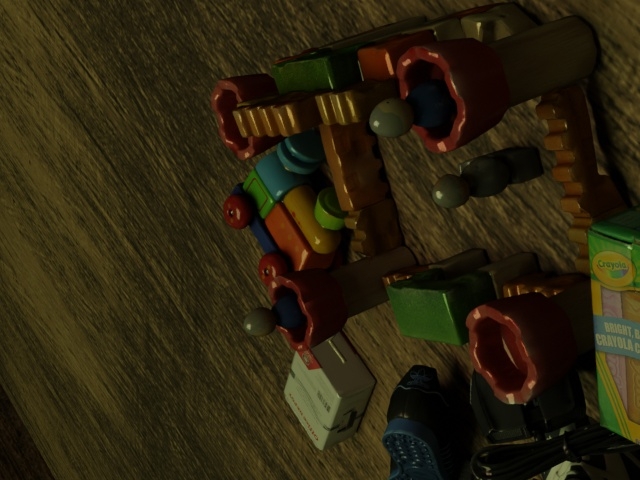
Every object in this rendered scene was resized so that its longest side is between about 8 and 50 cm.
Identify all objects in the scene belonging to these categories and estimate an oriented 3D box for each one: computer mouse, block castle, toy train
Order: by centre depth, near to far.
[{"bbox_3d":[0.211,0.121,1.109,0.262,0.184,0.060,-58,-50,-74],"label":"computer mouse"},{"bbox_3d":[0.063,-0.035,1.181,0.453,0.213,0.303,5,114,62],"label":"block castle"},{"bbox_3d":[0.000,0.000,1.476,0.248,0.105,0.143,58,139,21],"label":"toy train"}]

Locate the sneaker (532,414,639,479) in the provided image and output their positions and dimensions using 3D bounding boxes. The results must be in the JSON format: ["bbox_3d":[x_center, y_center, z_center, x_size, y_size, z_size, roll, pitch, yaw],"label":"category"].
[{"bbox_3d":[0.206,0.209,1.088,0.153,0.235,0.094,43,119,44],"label":"sneaker"}]

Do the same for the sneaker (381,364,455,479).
[{"bbox_3d":[0.117,0.221,1.438,0.081,0.090,0.232,12,152,14],"label":"sneaker"}]

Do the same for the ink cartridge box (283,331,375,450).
[{"bbox_3d":[0.009,0.185,1.630,0.099,0.056,0.135,55,151,27],"label":"ink cartridge box"}]

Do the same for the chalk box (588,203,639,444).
[{"bbox_3d":[0.279,0.038,0.908,0.132,0.132,0.213,24,127,56],"label":"chalk box"}]

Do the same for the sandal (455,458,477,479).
[{"bbox_3d":[0.192,0.311,1.379,0.179,0.040,0.067,62,145,40],"label":"sandal"}]
